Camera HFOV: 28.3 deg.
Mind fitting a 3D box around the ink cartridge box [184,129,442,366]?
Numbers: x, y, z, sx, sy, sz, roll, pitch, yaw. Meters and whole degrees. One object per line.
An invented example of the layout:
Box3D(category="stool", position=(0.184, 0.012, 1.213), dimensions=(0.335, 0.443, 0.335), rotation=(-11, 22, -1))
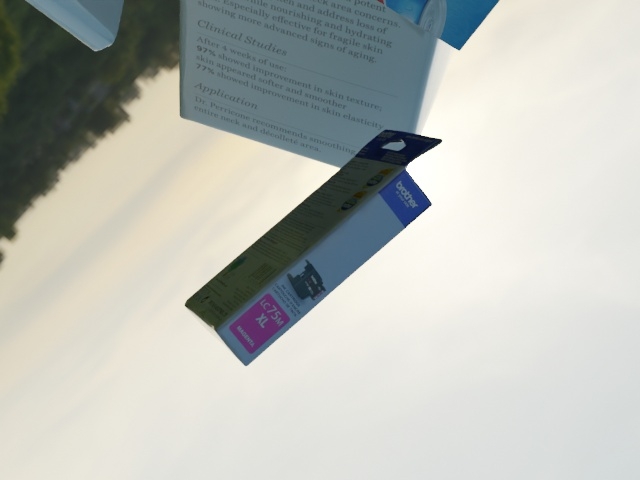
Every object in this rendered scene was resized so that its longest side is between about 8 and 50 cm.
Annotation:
Box3D(category="ink cartridge box", position=(0.000, 0.000, 1.383), dimensions=(0.311, 0.065, 0.186), rotation=(-43, -164, -7))

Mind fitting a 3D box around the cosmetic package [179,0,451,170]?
Box3D(category="cosmetic package", position=(0.025, -0.348, 1.645), dimensions=(0.394, 0.329, 0.327), rotation=(101, 11, -53))

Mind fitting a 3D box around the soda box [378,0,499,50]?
Box3D(category="soda box", position=(0.061, -0.262, 1.144), dimensions=(0.071, 0.210, 0.067), rotation=(-51, -165, 35))

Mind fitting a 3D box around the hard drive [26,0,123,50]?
Box3D(category="hard drive", position=(-0.329, -0.369, 1.373), dimensions=(0.040, 0.307, 0.203), rotation=(-19, -128, 34))
